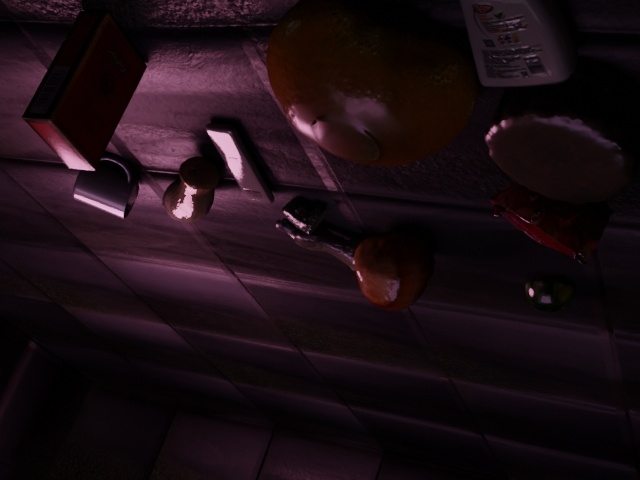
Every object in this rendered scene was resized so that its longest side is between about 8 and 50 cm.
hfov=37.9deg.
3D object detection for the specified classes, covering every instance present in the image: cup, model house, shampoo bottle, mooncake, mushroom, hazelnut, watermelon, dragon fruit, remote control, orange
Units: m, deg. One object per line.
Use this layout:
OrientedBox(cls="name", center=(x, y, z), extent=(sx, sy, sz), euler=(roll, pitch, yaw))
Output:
OrientedBox(cls="cup", center=(-0.491, -0.135, 2.171), extent=(0.133, 0.136, 0.099), euler=(21, -170, -1))
OrientedBox(cls="model house", center=(-0.038, -0.061, 2.011), extent=(0.083, 0.066, 0.079), euler=(37, 168, 6))
OrientedBox(cls="shampoo bottle", center=(0.236, -0.316, 1.238), extent=(0.153, 0.071, 0.284), euler=(5, 150, 36))
OrientedBox(cls="mooncake", center=(0.368, -0.163, 1.394), extent=(0.228, 0.124, 0.228), euler=(22, 158, 9))
OrientedBox(cls="mushroom", center=(-0.282, -0.102, 2.056), extent=(0.096, 0.108, 0.247), euler=(-15, 170, -23))
OrientedBox(cls="hazelnut", center=(0.155, 0.057, 1.984), extent=(0.182, 0.182, 0.182), euler=(17, 156, 8))
OrientedBox(cls="watermelon", center=(0.481, 0.119, 1.966), extent=(0.106, 0.062, 0.105), euler=(11, 162, 4))
OrientedBox(cls="dragon fruit", center=(0.380, -0.062, 1.558), extent=(0.161, 0.126, 0.274), euler=(30, -175, -6))
OrientedBox(cls="remote control", center=(-0.161, -0.158, 1.928), extent=(0.067, 0.029, 0.261), euler=(9, 151, 24))
OrientedBox(cls="orange", center=(0.070, -0.236, 1.434), extent=(0.335, 0.196, 0.262), euler=(28, 142, -1))

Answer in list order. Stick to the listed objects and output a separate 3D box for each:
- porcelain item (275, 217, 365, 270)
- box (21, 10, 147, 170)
OrientedBox(cls="porcelain item", center=(0.000, 0.000, 2.079), extent=(0.216, 0.069, 0.081), euler=(21, 168, -4))
OrientedBox(cls="box", center=(-0.407, -0.263, 1.632), extent=(0.074, 0.239, 0.153), euler=(6, 152, 29))
